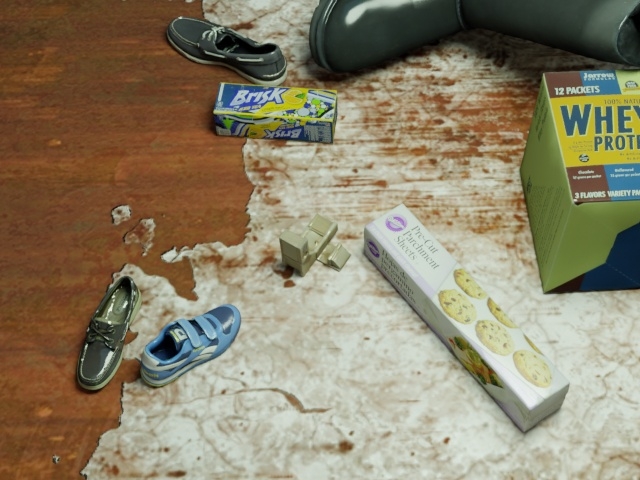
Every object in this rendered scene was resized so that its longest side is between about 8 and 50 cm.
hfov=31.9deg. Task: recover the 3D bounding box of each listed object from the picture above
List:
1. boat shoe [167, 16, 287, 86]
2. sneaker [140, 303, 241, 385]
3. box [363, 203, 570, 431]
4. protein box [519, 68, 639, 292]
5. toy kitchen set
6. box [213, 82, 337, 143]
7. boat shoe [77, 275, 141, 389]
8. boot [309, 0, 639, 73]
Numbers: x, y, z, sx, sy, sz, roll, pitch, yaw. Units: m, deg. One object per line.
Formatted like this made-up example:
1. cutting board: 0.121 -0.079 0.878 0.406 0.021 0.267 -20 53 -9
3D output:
1. boat shoe: -0.139 -0.295 1.652 0.206 0.065 0.075 27 61 19
2. sneaker: -0.157 0.121 1.371 0.144 0.059 0.053 -36 59 -22
3. box: 0.172 0.090 1.379 0.067 0.063 0.324 -29 60 -18
4. protein box: 0.345 -0.073 1.402 0.136 0.199 0.201 -3 55 -2
5. toy kitchen set: 0.000 0.000 1.439 0.068 0.075 0.083 28 65 18
6. box: -0.062 -0.179 1.577 0.169 0.054 0.059 5 56 5
7. boat shoe: -0.266 0.110 1.387 0.056 0.049 0.152 9 57 8
8. boot: 0.249 -0.296 1.505 0.367 0.146 0.445 -37 41 -22
